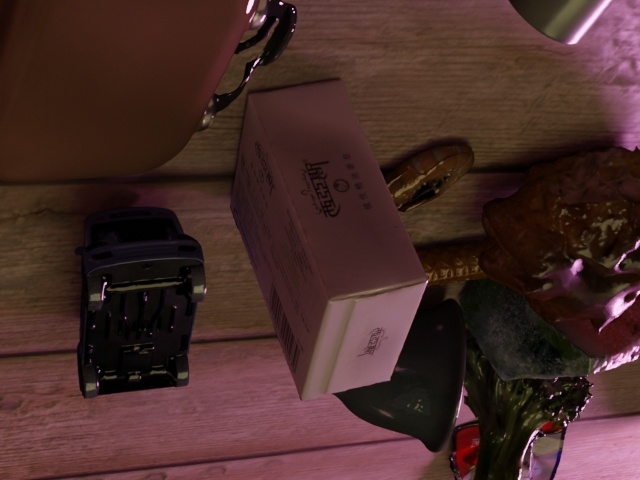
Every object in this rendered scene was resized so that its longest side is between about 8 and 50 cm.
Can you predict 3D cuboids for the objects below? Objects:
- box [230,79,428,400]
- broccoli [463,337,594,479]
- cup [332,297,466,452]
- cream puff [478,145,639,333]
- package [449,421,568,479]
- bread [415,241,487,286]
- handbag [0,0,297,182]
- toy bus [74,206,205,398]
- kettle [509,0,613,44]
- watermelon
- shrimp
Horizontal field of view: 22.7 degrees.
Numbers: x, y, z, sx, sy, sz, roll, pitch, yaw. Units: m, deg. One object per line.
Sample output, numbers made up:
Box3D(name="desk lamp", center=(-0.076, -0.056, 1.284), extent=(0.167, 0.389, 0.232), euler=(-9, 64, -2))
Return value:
Box3D(name="box", center=(0.000, 0.000, 1.610), extent=(0.111, 0.260, 0.194), euler=(-9, 148, -16))
Box3D(name="broccoli", center=(0.231, 0.232, 2.156), extent=(0.275, 0.198, 0.177), euler=(-52, 172, -8))
Box3D(name="cup", center=(0.088, 0.163, 2.033), extent=(0.150, 0.199, 0.199), euler=(8, 143, -10))
Box3D(name="cream puff", center=(0.321, -0.009, 1.886), extent=(0.269, 0.154, 0.241), euler=(-28, 139, 16))
Box3D(name="package", center=(0.300, 0.353, 2.552), extent=(0.194, 0.071, 0.269), euler=(-17, 137, -9))
Box3D(name="bread", center=(0.148, 0.032, 1.958), extent=(0.157, 0.044, 0.052), euler=(-8, 151, -19))
Box3D(name="handbag", center=(-0.156, -0.183, 1.342), extent=(0.283, 0.149, 0.302), euler=(0, 142, -27))
Box3D(name="toy bus", center=(-0.201, 0.059, 1.715), extent=(0.126, 0.133, 0.292), euler=(-6, 149, -13))
Box3D(name="kettle", center=(0.242, -0.277, 1.492), extent=(0.148, 0.127, 0.098), euler=(-49, 171, 36))
Box3D(name="watermelon", center=(0.339, 0.098, 2.074), extent=(0.257, 0.193, 0.140), euler=(-14, 152, -35))
Box3D(name="shrimp", center=(0.101, -0.061, 1.801), extent=(0.162, 0.045, 0.095), euler=(-31, 169, 9))
